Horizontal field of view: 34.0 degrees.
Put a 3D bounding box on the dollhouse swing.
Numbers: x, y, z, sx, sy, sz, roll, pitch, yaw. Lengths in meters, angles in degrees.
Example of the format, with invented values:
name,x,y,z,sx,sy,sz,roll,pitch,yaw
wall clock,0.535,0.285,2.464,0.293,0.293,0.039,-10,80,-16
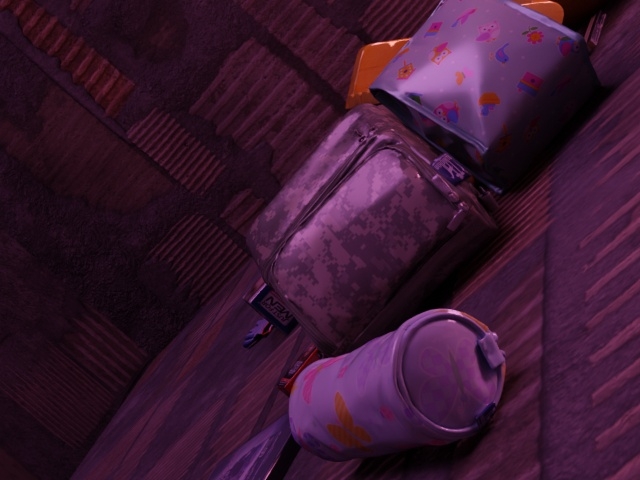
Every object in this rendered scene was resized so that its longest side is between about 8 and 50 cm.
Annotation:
name,x,y,z,sx,sy,sz,roll,pitch,yaw
dollhouse swing,0.206,-0.398,1.755,0.315,0.304,0.347,-11,7,-18

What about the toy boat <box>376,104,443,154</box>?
name,x,y,z,sx,sy,sz,roll,pitch,yaw
toy boat,0.078,-0.071,1.731,0.148,0.267,0.318,19,83,37

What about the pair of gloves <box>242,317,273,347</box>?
name,x,y,z,sx,sy,sz,roll,pitch,yaw
pair of gloves,-0.103,0.161,2.367,0.198,0.023,0.159,-52,9,-22

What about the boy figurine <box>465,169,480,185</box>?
name,x,y,z,sx,sy,sz,roll,pitch,yaw
boy figurine,0.224,-0.125,1.643,0.177,0.092,0.285,-38,9,46

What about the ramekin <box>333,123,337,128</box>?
name,x,y,z,sx,sy,sz,roll,pitch,yaw
ramekin,0.117,-0.197,2.171,0.207,0.109,0.207,-8,2,0

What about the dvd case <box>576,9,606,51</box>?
name,x,y,z,sx,sy,sz,roll,pitch,yaw
dvd case,0.395,-0.290,1.789,0.221,0.018,0.164,-44,7,34

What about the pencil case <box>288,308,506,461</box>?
name,x,y,z,sx,sy,sz,roll,pitch,yaw
pencil case,0.066,0.146,1.017,0.124,0.113,0.273,-40,2,-30

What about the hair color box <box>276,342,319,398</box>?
name,x,y,z,sx,sy,sz,roll,pitch,yaw
hair color box,-0.001,0.175,1.551,0.141,0.043,0.072,-49,6,-13

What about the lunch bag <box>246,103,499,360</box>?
name,x,y,z,sx,sy,sz,roll,pitch,yaw
lunch bag,0.076,0.000,1.399,0.305,0.212,0.256,-48,37,11

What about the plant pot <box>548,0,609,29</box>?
name,x,y,z,sx,sy,sz,roll,pitch,yaw
plant pot,0.434,-0.484,1.870,0.237,0.237,0.254,-50,17,-15

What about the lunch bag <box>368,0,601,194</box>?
name,x,y,z,sx,sy,sz,roll,pitch,yaw
lunch bag,0.222,-0.230,1.489,0.223,0.262,0.160,-49,-35,-2

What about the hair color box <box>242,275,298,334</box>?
name,x,y,z,sx,sy,sz,roll,pitch,yaw
hair color box,-0.006,0.026,2.164,0.347,0.105,0.174,-50,7,-6

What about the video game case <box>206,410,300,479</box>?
name,x,y,z,sx,sy,sz,roll,pitch,yaw
video game case,-0.114,0.336,1.449,0.274,0.026,0.196,-41,10,42
